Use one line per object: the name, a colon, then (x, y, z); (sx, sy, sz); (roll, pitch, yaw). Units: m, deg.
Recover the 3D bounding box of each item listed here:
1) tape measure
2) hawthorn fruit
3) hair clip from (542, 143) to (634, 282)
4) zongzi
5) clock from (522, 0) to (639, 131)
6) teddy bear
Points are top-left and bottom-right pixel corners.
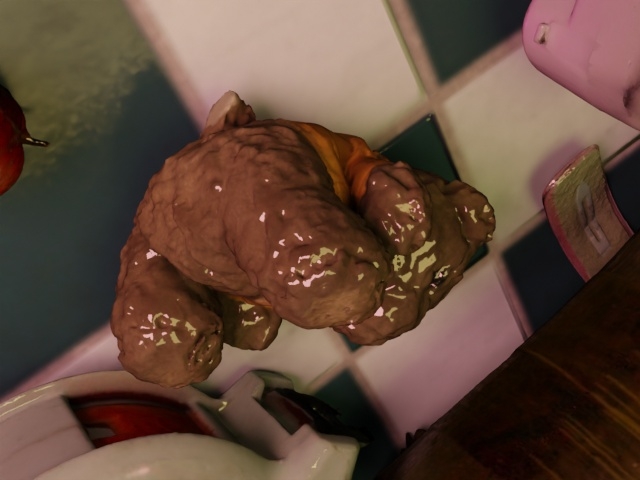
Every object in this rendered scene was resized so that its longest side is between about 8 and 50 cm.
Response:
tape measure: (-0.120, 0.187, 0.491); (0.246, 0.125, 0.243); (18, 97, -35)
hawthorn fruit: (-0.171, -0.045, 0.388); (0.077, 0.077, 0.077); (-11, 117, -22)
hair clip: (0.194, -0.013, 0.618); (0.054, 0.022, 0.137); (-43, 129, -4)
zongzi: (0.308, 0.188, 0.555); (0.432, 0.208, 0.403); (44, 89, 2)
clock: (0.285, -0.214, 0.491); (0.322, 0.113, 0.296); (-13, 131, -32)
teddy bear: (0.000, 0.000, 0.470); (0.190, 0.140, 0.177); (12, 149, -40)
